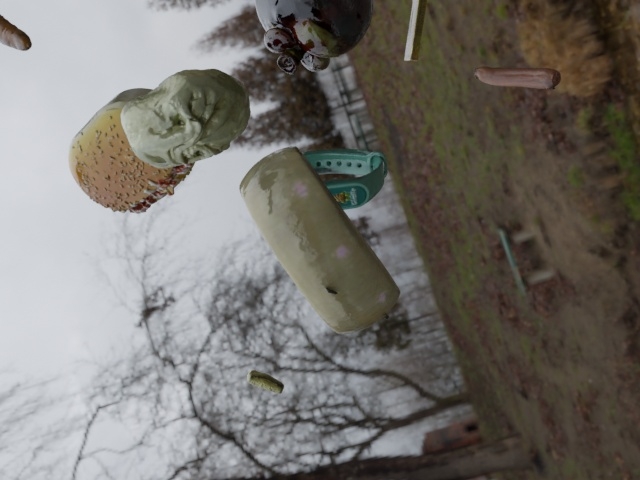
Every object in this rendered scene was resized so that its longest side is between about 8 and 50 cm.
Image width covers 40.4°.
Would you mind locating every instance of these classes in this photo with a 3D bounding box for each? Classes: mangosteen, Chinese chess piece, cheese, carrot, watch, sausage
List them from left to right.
[{"bbox_3d":[-0.592,-0.392,1.596,0.209,0.061,0.061,33,165,32],"label":"carrot"},{"bbox_3d":[-0.117,0.302,1.870,0.044,0.083,0.030,-125,57,-83],"label":"cheese"},{"bbox_3d":[-0.020,-0.422,1.620,0.228,0.228,0.265,56,-133,-62],"label":"mangosteen"},{"bbox_3d":[0.000,0.000,1.167,0.273,0.102,0.273,55,-176,-5],"label":"Chinese chess piece"},{"bbox_3d":[0.024,-0.125,1.777,0.195,0.237,0.068,-100,2,-61],"label":"watch"},{"bbox_3d":[0.386,-0.321,1.706,0.047,0.177,0.040,-12,-71,-47],"label":"sausage"}]

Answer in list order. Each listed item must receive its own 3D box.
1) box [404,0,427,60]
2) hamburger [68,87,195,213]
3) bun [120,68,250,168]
[{"bbox_3d":[0.217,-0.486,1.979,0.089,0.022,0.156,-106,23,-80],"label":"box"},{"bbox_3d":[-0.382,-0.178,1.775,0.227,0.295,0.151,29,-133,-27],"label":"hamburger"},{"bbox_3d":[-0.230,-0.200,1.520,0.229,0.229,0.145,53,-162,-66],"label":"bun"}]
